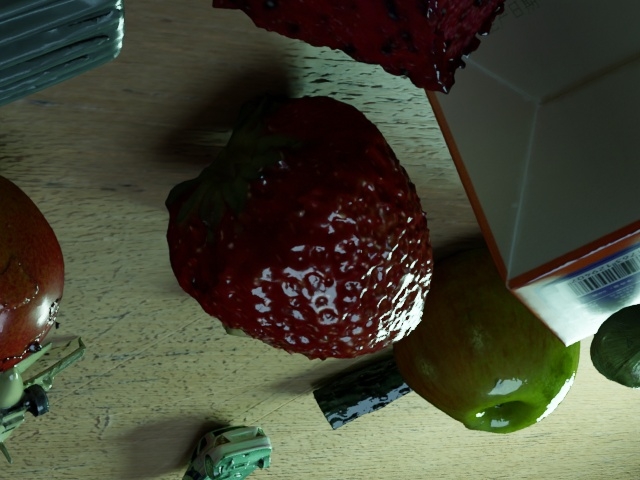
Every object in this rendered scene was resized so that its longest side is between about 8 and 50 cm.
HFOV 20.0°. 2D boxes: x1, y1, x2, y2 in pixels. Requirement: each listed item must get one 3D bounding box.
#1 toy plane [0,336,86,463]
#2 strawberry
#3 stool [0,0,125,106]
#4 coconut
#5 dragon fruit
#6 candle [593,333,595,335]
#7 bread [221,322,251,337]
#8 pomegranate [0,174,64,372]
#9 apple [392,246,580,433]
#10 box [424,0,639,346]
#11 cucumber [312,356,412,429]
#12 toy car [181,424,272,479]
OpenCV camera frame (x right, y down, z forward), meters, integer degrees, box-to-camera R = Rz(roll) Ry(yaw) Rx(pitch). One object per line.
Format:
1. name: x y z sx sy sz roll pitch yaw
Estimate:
1. toy plane: -0.385 0.196 2.174 0.229 0.092 0.244 -25 157 -27
2. strawberry: 0.000 0.000 1.818 0.257 0.257 0.277 -35 122 29
3. stool: -0.322 -0.187 1.194 0.330 0.297 0.297 -19 156 -15
4. coconut: 0.310 0.104 1.766 0.088 0.088 0.096 -11 162 -21
5. dragon fruit: 0.073 -0.259 1.395 0.302 0.240 0.330 -26 163 -9
6. candle: 0.438 0.027 2.319 0.221 0.221 0.342 -22 153 2
7. bread: -0.067 0.082 2.222 0.115 0.056 0.082 5 145 -33
8. pomegranate: -0.354 0.025 1.709 0.210 0.210 0.235 -35 120 30
9. apple: 0.216 0.136 2.354 0.246 0.226 0.246 -15 154 -7
10. box: 0.312 -0.122 1.774 0.349 0.318 0.257 -27 155 12
11. cucumber: 0.095 0.192 2.588 0.211 0.062 0.078 -29 -171 4
12. toy car: -0.143 0.321 2.639 0.090 0.076 0.224 -11 162 -24
